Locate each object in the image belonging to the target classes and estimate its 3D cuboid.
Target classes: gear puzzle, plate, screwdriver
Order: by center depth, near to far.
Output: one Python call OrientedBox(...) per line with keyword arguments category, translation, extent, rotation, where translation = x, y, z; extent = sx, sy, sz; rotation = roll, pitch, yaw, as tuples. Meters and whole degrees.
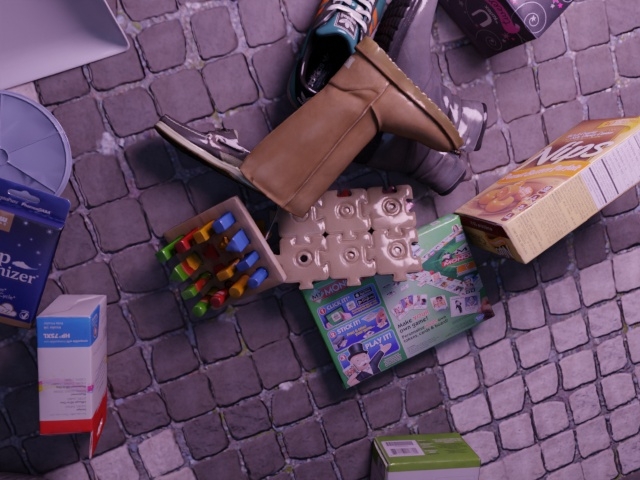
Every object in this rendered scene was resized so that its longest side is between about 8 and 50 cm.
OrientedBox(category="plate", translation=(-0.429, -0.306, 0.691), extent=(0.278, 0.277, 0.045), rotation=(-21, 78, -7))
OrientedBox(category="screwdriver", translation=(-0.070, -0.057, 0.891), extent=(0.024, 0.025, 0.169), rotation=(19, 78, 6))
OrientedBox(category="gear puzzle", translation=(0.000, 0.000, 0.909), extent=(0.339, 0.044, 0.175), rotation=(-5, 75, -3))

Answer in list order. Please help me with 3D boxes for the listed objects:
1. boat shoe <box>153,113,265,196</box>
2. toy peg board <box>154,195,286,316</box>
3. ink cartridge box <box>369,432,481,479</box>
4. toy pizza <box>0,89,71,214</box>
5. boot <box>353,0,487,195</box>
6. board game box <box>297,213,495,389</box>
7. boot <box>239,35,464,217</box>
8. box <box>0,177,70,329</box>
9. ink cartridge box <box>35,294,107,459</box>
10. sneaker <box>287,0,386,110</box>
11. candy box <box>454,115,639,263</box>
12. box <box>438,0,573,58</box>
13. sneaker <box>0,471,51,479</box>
OrientedBox(category="boat shoe", translation=(-0.157, -0.148, 0.858), extent=(0.224, 0.080, 0.073), rotation=(30, 87, -20))
OrientedBox(category="toy peg board", translation=(-0.169, 0.038, 0.845), extent=(0.161, 0.079, 0.161), rotation=(-23, 106, 26))
OrientedBox(category="ink cartridge box", translation=(0.192, 0.520, 1.025), extent=(0.189, 0.097, 0.255), rotation=(2, 100, -12))
OrientedBox(category="toy pizza", translation=(-0.492, -0.130, 0.814), extent=(0.202, 0.032, 0.201), rotation=(-2, 99, -12))
OrientedBox(category="boot", translation=(0.189, -0.262, 0.898), extent=(0.223, 0.118, 0.337), rotation=(14, 107, -16))
OrientedBox(category="board game box", translation=(0.144, 0.111, 0.973), extent=(0.318, 0.046, 0.213), rotation=(-24, 102, -6))
OrientedBox(category="boot", translation=(0.050, -0.138, 0.816), extent=(0.236, 0.089, 0.269), rotation=(40, 105, -17))
OrientedBox(category="box", translation=(-0.490, 0.021, 0.814), extent=(0.137, 0.036, 0.225), rotation=(20, 104, -17))
OrientedBox(category="ink cartridge box", translation=(-0.391, 0.213, 0.837), extent=(0.078, 0.134, 0.230), rotation=(1, 98, -12))
OrientedBox(category="sneaker", translation=(0.043, -0.345, 0.839), extent=(0.108, 0.121, 0.302), rotation=(23, 94, -14))
OrientedBox(category="candy box", translation=(0.416, -0.096, 0.923), extent=(0.317, 0.183, 0.087), rotation=(-35, 105, -4))
OrientedBox(category="box", translation=(0.274, -0.444, 0.847), extent=(0.247, 0.163, 0.142), rotation=(43, 88, -14))
OrientedBox(category="sneaker", translation=(-0.447, 0.483, 0.875), extent=(0.321, 0.126, 0.127), rotation=(18, 90, -15))
